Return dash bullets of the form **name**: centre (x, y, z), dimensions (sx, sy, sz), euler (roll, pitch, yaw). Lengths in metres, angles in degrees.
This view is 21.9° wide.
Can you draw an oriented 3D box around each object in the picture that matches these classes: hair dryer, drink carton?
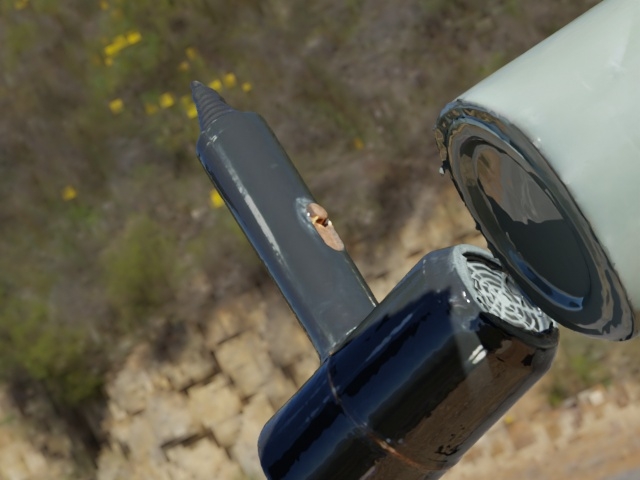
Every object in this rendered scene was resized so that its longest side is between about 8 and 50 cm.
- **hair dryer**: centre (0.000, 0.000, 1.077), dimensions (0.107, 0.352, 0.189), euler (10, -50, -49)
- **drink carton**: centre (0.179, -0.055, 0.807), dimensions (0.190, 0.191, 0.185), euler (-35, 13, -14)
